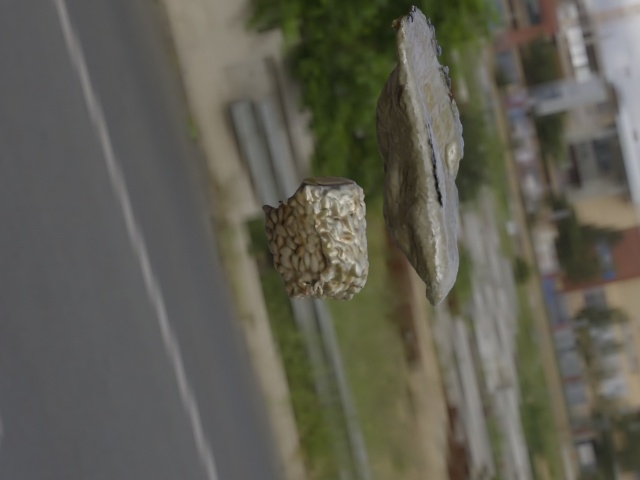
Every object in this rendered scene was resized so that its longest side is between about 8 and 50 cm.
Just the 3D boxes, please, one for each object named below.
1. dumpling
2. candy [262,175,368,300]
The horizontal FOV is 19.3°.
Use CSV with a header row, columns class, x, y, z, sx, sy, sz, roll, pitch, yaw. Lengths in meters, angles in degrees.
class,x,y,z,sx,sy,sz,roll,pitch,yaw
dumpling,0.105,-0.104,2.095,0.166,0.086,0.332,-53,140,-69
candy,0.000,0.000,1.722,0.095,0.085,0.110,-39,-120,56
